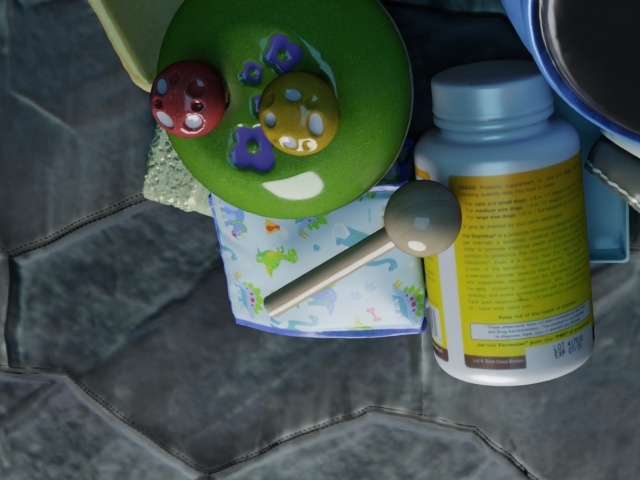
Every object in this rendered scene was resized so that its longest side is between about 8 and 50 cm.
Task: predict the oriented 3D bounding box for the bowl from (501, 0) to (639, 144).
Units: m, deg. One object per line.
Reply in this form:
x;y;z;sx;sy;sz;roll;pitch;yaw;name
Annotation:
0.301;-0.188;1.156;0.391;0.077;0.391;-4;144;-3;bowl

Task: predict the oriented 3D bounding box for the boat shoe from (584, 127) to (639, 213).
0.302;0.028;1.329;0.305;0.109;0.091;36;106;-8;boat shoe

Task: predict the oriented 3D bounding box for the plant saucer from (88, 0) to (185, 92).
-0.050;-0.315;1.288;0.333;0.081;0.333;-25;103;16;plant saucer

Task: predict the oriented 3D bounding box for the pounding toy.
-0.028;-0.069;1.247;0.183;0.110;0.237;-24;95;23;pounding toy

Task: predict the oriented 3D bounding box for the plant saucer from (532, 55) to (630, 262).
0.189;-0.076;1.362;0.067;0.018;0.192;-1;109;10;plant saucer

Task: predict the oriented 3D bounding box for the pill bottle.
0.129;-0.014;1.325;0.117;0.117;0.215;-3;107;11;pill bottle

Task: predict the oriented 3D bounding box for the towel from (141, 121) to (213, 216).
-0.071;-0.083;1.398;0.110;0.027;0.148;20;111;3;towel

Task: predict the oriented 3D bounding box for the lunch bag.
0.000;0.000;1.371;0.151;0.096;0.129;-5;116;9;lunch bag
